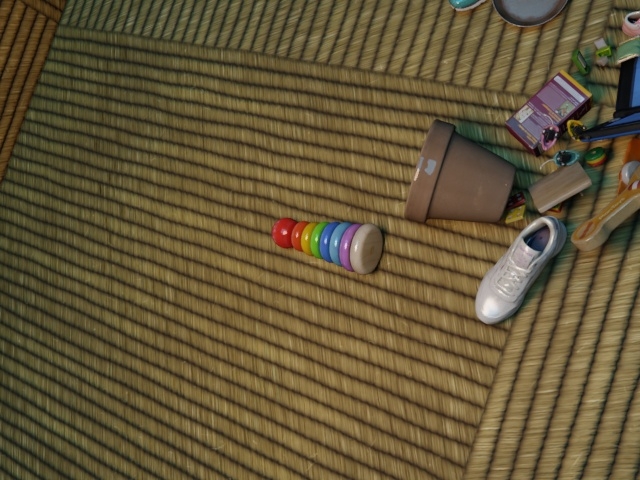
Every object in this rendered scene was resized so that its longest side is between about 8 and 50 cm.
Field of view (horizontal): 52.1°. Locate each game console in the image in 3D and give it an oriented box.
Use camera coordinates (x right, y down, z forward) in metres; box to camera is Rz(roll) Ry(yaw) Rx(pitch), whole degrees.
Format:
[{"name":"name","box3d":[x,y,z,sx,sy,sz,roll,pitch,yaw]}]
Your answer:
[{"name":"game console","box3d":[0.738,-0.344,1.434,0.293,0.250,0.173,-3,107,60]}]

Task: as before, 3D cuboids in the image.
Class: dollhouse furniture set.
[{"name":"dollhouse furniture set","box3d":[0.695,-0.461,1.584,0.151,0.058,0.076,-16,35,45]}]

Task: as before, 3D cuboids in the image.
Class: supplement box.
[{"name":"supplement box","box3d":[0.569,-0.314,1.630,0.188,0.081,0.104,-44,65,12]}]

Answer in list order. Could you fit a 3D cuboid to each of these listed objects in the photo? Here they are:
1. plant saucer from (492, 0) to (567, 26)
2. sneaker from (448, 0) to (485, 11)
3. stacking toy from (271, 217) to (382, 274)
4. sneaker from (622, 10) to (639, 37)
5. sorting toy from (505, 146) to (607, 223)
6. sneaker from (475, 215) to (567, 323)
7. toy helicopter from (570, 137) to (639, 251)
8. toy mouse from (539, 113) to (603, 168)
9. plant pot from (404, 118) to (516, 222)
[{"name":"plant saucer","box3d":[0.553,-0.653,1.724,0.198,0.036,0.199,-1,86,18]},{"name":"sneaker","box3d":[0.448,-0.744,1.767,0.275,0.110,0.107,-46,64,12]},{"name":"stacking toy","box3d":[0.000,0.000,1.822,0.330,0.141,0.141,11,84,32]},{"name":"sneaker","box3d":[0.789,-0.507,1.569,0.134,0.070,0.051,32,92,27]},{"name":"sorting toy","box3d":[0.571,-0.115,1.572,0.274,0.132,0.046,-32,112,20]},{"name":"sneaker","box3d":[0.462,0.063,1.563,0.114,0.152,0.305,37,98,26]},{"name":"toy helicopter","box3d":[0.701,-0.111,1.463,0.355,0.235,0.140,-42,106,8]},{"name":"toy mouse","box3d":[0.571,-0.230,1.576,0.161,0.031,0.143,34,101,-15]},{"name":"plant pot","box3d":[0.354,-0.146,1.633,0.229,0.263,0.263,17,87,9]}]
